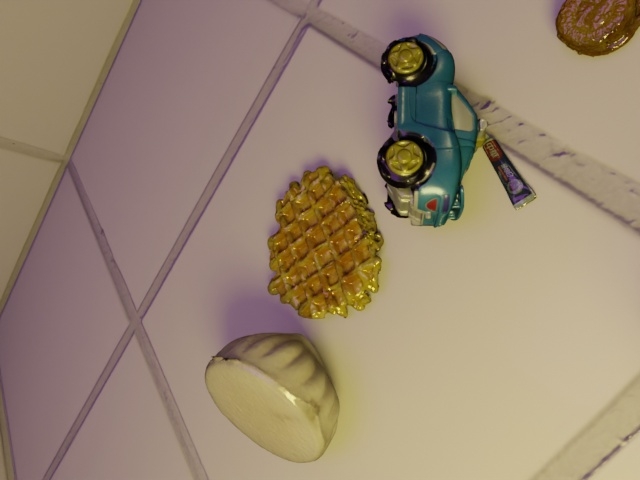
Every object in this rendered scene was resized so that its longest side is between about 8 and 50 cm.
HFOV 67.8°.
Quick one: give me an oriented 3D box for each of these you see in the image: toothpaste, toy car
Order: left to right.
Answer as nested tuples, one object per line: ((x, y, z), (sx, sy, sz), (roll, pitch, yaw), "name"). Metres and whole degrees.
((0.177, -0.177, 0.762), (0.165, 0.198, 0.315), (1, 75, 8), "toy car")
((0.288, -0.114, 0.747), (0.037, 0.021, 0.140), (-38, 60, 32), "toothpaste")

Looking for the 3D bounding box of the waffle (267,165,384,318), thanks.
((0.002, 0.001, 0.953), (0.307, 0.060, 0.312), (2, 83, 41), "waffle")

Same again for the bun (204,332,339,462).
((-0.065, 0.258, 0.878), (0.263, 0.175, 0.263), (21, 134, 24), "bun")

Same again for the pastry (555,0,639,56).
((0.393, -0.315, 0.673), (0.109, 0.057, 0.097), (6, 86, 44), "pastry")
